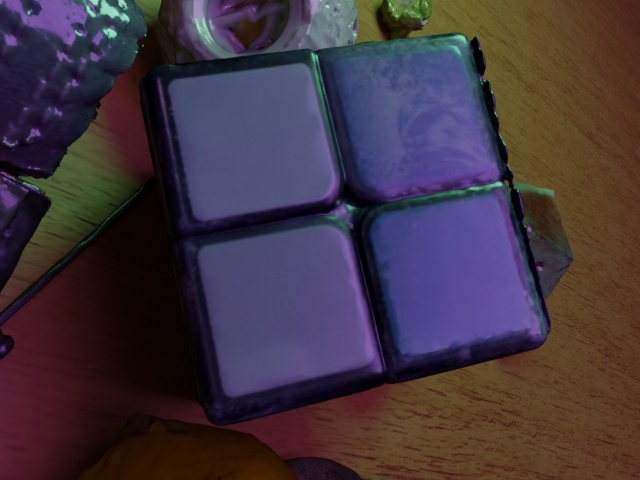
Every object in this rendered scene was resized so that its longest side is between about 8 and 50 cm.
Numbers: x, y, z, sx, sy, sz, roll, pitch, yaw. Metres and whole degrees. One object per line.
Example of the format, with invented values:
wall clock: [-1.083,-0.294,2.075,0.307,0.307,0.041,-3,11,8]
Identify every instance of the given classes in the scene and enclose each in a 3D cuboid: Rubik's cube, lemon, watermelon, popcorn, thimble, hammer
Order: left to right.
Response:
thimble: [-0.292,-0.184,0.629,0.172,0.205,0.236,37,60,-31]
hammer: [-0.267,0.010,0.719,0.058,0.029,0.292,54,44,-19]
lemon: [-0.112,0.303,0.601,0.254,0.254,0.310,-13,84,-47]
Rubik's cube: [0.000,0.000,0.702,0.319,0.313,0.315,-9,81,-11]
popcorn: [0.164,-0.444,1.277,0.097,0.089,0.109,6,57,-7]
watermelon: [0.385,0.008,1.266,0.260,0.176,0.255,-85,168,-54]

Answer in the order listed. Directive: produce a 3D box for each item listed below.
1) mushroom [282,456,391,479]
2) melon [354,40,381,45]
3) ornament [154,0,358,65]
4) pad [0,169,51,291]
mushroom: [0.068,0.409,0.831,0.344,0.130,0.247,52,50,-19]
melon: [0.087,-0.223,1.041,0.288,0.182,0.182,-30,98,-60]
ornament: [-0.078,-0.266,0.851,0.225,0.260,0.259,-43,112,-84]
pad: [-0.361,0.024,0.564,0.174,0.022,0.232,29,80,-34]
